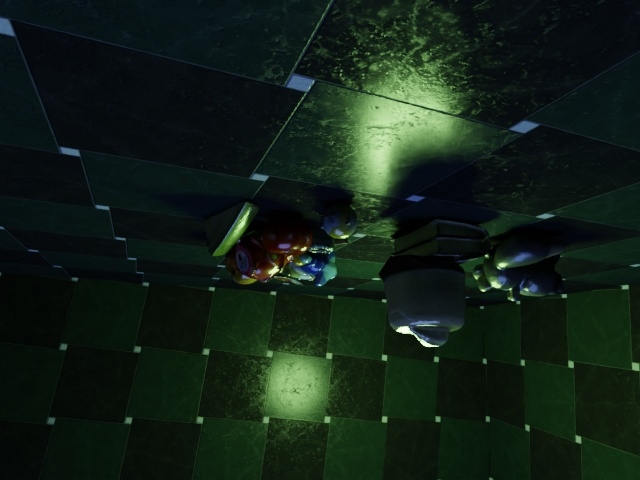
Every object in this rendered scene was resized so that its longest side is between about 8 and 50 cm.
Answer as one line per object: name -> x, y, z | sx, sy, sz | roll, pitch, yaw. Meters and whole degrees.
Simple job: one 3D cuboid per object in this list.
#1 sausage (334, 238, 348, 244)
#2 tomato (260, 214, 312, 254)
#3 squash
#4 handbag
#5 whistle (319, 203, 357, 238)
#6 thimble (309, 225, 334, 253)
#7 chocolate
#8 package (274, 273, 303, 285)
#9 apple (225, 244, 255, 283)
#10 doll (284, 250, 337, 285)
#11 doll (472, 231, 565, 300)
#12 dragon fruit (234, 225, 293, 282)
sausage -> 0.068, 0.008, 2.004 | 0.116, 0.026, 0.026 | -9, 162, 38
tomato -> -0.125, -0.020, 1.693 | 0.195, 0.136, 0.195 | 1, 168, 0
squash -> -0.314, -0.087, 1.670 | 0.111, 0.203, 0.288 | 13, 127, -36
handbag -> 0.458, 0.038, 1.804 | 0.237, 0.160, 0.358 | 2, 166, -20
whistle -> 0.043, -0.068, 1.557 | 0.123, 0.122, 0.223 | 9, 180, -26
thimble -> -0.002, -0.001, 1.847 | 0.119, 0.090, 0.135 | 3, 168, 7
chocolate -> 0.380, 0.234, 1.714 | 0.326, 0.297, 0.314 | 12, 157, -2
package -> -0.202, 0.173, 2.188 | 0.154, 0.030, 0.239 | 22, 173, -37
apple -> -0.339, 0.103, 2.104 | 0.196, 0.196, 0.196 | 2, 166, 0
doll -> -0.054, 0.124, 2.148 | 0.376, 0.187, 0.366 | -8, 177, -26
doll -> 0.875, 0.114, 1.886 | 0.383, 0.252, 0.378 | -3, 167, -8
dragon fruit -> -0.231, 0.053, 1.846 | 0.224, 0.224, 0.227 | -12, -169, 44
